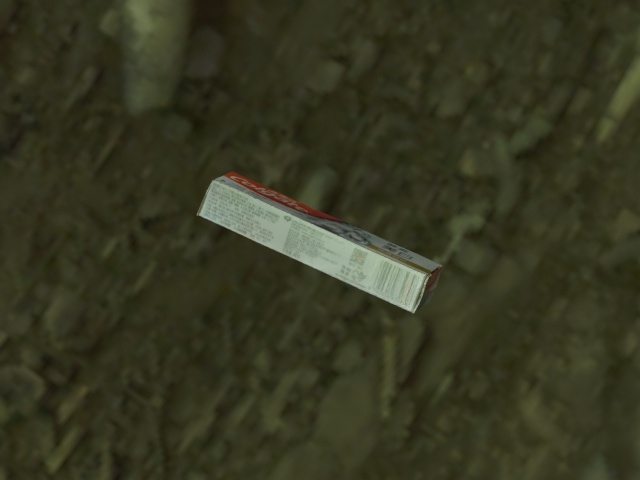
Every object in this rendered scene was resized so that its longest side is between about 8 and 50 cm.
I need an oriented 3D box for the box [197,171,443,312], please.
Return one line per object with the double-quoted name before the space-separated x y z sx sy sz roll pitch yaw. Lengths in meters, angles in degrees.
"box" 0.000 0.000 1.627 0.055 0.218 0.039 -27 139 -67
